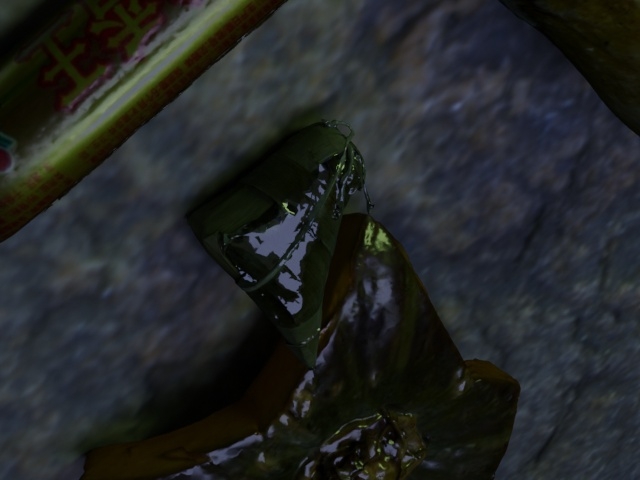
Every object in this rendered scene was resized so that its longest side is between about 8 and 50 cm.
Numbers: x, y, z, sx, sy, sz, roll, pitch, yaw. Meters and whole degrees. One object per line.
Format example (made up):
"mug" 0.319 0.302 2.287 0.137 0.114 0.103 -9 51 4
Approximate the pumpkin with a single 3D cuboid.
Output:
"pumpkin" 0.005 0.143 1.094 0.258 0.095 0.290 -39 139 3

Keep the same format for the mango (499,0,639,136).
"mango" 0.228 -0.148 0.958 0.329 0.176 0.176 32 72 -31

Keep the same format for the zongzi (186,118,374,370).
"zongzi" 0.000 0.000 0.958 0.109 0.055 0.119 -40 113 -2

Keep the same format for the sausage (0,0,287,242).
"sausage" -0.068 -0.119 0.798 0.371 0.082 0.082 -41 142 1
